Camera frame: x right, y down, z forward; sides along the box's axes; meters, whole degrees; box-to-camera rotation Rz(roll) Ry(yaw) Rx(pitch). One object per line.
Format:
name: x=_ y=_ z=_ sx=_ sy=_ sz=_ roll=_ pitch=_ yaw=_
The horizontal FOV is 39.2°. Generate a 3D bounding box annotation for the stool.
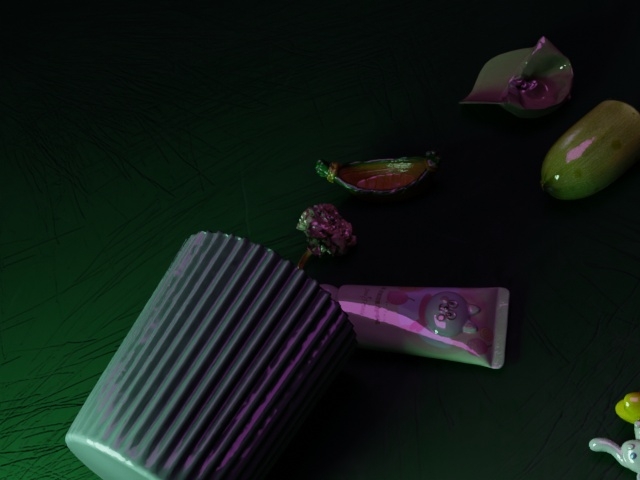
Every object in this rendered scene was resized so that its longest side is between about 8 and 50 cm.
stool: x=-0.152 y=0.203 z=1.237 sx=0.297 sy=0.297 sz=0.330 roll=14 pitch=57 yaw=32

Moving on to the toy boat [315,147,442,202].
toy boat: x=0.107 y=-0.118 z=1.594 sx=0.229 sy=0.088 sz=0.089 roll=-5 pitch=46 yaw=16

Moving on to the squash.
squash: x=0.432 y=-0.138 z=1.462 sx=0.186 sy=0.123 sz=0.123 roll=-36 pitch=44 yaw=-16

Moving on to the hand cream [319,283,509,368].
hand cream: x=0.127 y=0.122 z=1.358 sx=0.305 sy=0.093 sz=0.147 roll=4 pitch=49 yaw=13

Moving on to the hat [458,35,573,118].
hat: x=0.365 y=-0.274 z=1.680 sx=0.166 sy=0.144 sz=0.173 roll=-56 pitch=8 yaw=-21

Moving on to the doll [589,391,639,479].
doll: x=0.407 y=0.250 z=1.129 sx=0.135 sy=0.071 sz=0.113 roll=-15 pitch=61 yaw=16

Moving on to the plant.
plant: x=0.000 y=0.000 z=1.547 sx=0.122 sy=0.104 sz=0.116 roll=-55 pitch=4 yaw=9
